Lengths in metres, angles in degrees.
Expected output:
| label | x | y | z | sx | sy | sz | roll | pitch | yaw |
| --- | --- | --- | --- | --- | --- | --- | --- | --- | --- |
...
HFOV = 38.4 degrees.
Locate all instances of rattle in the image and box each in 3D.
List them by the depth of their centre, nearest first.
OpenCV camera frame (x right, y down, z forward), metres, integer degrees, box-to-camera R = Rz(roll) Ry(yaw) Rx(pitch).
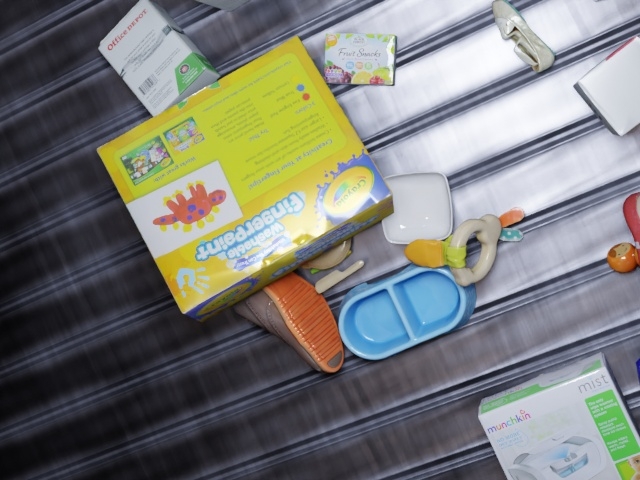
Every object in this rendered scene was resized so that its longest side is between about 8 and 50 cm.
| label | x | y | z | sx | sy | sz | roll | pitch | yaw |
| --- | --- | --- | --- | --- | --- | --- | --- | --- | --- |
| rattle | 0.287 | -0.003 | 1.796 | 0.130 | 0.200 | 0.143 | 54 | 149 | -17 |

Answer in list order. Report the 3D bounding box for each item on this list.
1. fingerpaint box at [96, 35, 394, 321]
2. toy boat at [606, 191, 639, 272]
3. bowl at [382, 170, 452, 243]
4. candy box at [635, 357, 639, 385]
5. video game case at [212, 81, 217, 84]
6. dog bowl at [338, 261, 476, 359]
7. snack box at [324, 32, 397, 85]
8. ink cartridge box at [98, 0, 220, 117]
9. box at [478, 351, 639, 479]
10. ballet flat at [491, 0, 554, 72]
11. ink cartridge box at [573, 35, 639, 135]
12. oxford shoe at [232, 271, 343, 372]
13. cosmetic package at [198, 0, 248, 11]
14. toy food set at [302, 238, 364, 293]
| label | x | y | z | sx | sy | sz | roll | pitch | yaw |
| --- | --- | --- | --- | --- | --- | --- | --- | --- | --- |
| fingerpaint box | -0.138 | -0.113 | 1.775 | 0.445 | 0.163 | 0.371 | -30 | 77 | -1 |
| toy boat | 0.607 | 0.024 | 1.715 | 0.151 | 0.151 | 0.231 | -10 | 94 | 44 |
| bowl | 0.194 | -0.066 | 1.834 | 0.142 | 0.053 | 0.142 | -4 | 94 | 14 |
| candy box | 0.710 | 0.164 | 1.622 | 0.122 | 0.268 | 0.317 | 43 | 104 | 10 |
| video game case | -0.269 | -0.264 | 1.944 | 0.157 | 0.019 | 0.143 | -24 | 89 | 16 |
| dog bowl | 0.167 | 0.142 | 1.852 | 0.297 | 0.074 | 0.166 | -25 | 90 | 15 |
| snack box | 0.080 | -0.362 | 1.838 | 0.141 | 0.037 | 0.100 | 3 | 95 | 13 |
| ink cartridge box | -0.334 | -0.371 | 1.901 | 0.153 | 0.087 | 0.208 | -42 | 79 | 13 |
| box | 0.474 | 0.376 | 1.777 | 0.262 | 0.127 | 0.231 | -24 | 92 | 16 |
| ballet flat | 0.377 | -0.389 | 1.749 | 0.052 | 0.057 | 0.168 | -42 | 84 | -15 |
| ink cartridge box | 0.549 | -0.276 | 1.662 | 0.128 | 0.176 | 0.127 | -39 | 89 | 15 |
| oxford shoe | -0.091 | 0.136 | 1.907 | 0.364 | 0.130 | 0.133 | 53 | 126 | 6 |
| cosmetic package | -0.182 | -0.554 | 1.712 | 0.197 | 0.365 | 0.155 | -25 | 90 | 14 |
| toy food set | 0.000 | 0.000 | 1.901 | 0.132 | 0.038 | 0.192 | -31 | 83 | 8 |
